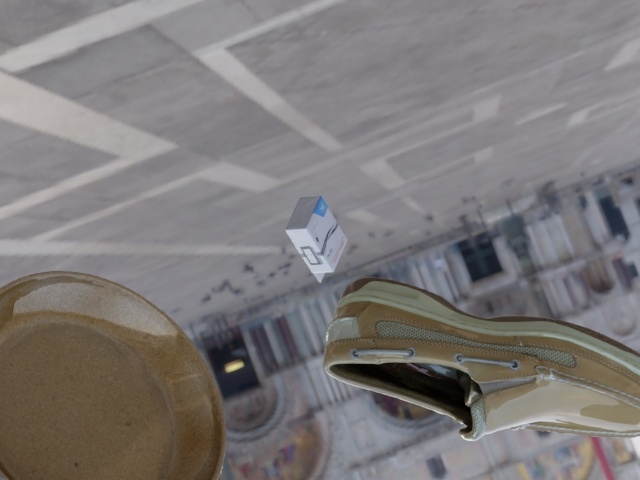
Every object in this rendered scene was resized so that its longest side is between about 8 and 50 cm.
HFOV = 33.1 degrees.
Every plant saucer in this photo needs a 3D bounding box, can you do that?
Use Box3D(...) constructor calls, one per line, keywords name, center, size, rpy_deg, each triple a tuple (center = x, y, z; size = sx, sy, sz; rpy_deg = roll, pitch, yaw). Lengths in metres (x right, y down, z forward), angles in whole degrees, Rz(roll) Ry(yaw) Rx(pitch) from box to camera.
Box3D(name="plant saucer", center=(-0.065, 0.047, 0.308), size=(0.083, 0.083, 0.015), rpy_deg=(-16, 158, -51))

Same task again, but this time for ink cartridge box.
Box3D(name="ink cartridge box", center=(0.000, 0.000, 1.122), size=(0.028, 0.083, 0.048), rpy_deg=(-4, -135, 32))

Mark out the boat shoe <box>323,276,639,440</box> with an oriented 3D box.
Box3D(name="boat shoe", center=(0.093, 0.081, 0.590), size=(0.190, 0.068, 0.072), rpy_deg=(13, -138, 9))
